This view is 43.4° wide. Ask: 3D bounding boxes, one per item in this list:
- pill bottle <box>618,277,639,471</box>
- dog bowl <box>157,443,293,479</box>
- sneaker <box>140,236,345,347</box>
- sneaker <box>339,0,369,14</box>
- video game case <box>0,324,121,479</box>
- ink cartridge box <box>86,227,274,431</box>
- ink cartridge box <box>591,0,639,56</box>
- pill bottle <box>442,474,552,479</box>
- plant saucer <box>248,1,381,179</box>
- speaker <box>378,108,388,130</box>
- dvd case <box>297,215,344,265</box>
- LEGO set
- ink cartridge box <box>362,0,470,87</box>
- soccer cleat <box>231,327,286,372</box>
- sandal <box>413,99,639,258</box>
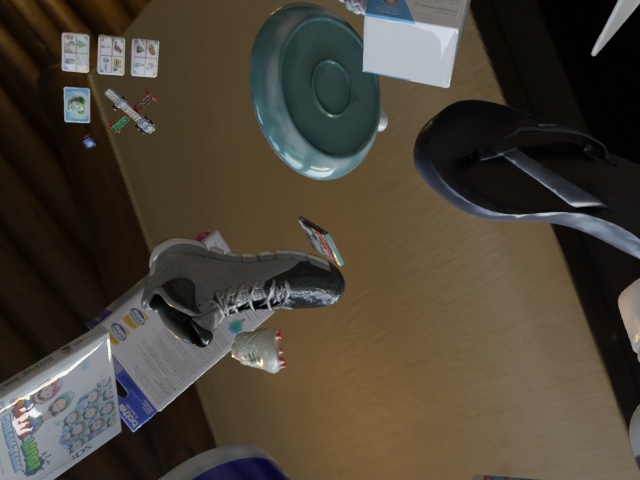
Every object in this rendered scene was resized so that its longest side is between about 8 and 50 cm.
[{"bbox_3d":[0.294,0.162,0.477,0.176,0.176,0.318,7,-120,-38],"label":"pill bottle"},{"bbox_3d":[-0.131,0.387,0.984,0.265,0.264,0.104,-7,-147,-42],"label":"dog bowl"},{"bbox_3d":[-0.090,0.073,0.898,0.229,0.086,0.132,6,-141,3],"label":"sneaker"},{"bbox_3d":[0.047,-0.370,1.148,0.098,0.069,0.038,34,-126,16],"label":"sneaker"},{"bbox_3d":[-0.263,0.175,0.790,0.019,0.157,0.143,31,-135,29],"label":"video game case"},{"bbox_3d":[-0.246,0.144,1.334,0.311,0.065,0.185,-41,-67,-23],"label":"ink cartridge box"},{"bbox_3d":[0.228,-0.329,0.538,0.119,0.353,0.207,29,-131,18],"label":"ink cartridge box"},{"bbox_3d":[0.227,0.333,0.983,0.087,0.160,0.087,1,-90,-76],"label":"pill bottle"},{"bbox_3d":[0.009,-0.267,1.419,0.318,0.044,0.317,5,-98,-45],"label":"plant saucer"},{"bbox_3d":[0.097,-0.306,1.959,0.136,0.055,0.055,9,-115,-31],"label":"speaker"},{"bbox_3d":[0.000,0.000,1.687,0.013,0.119,0.087,-37,-57,-15],"label":"dvd case"},{"bbox_3d":[-0.421,-0.299,1.612,0.183,0.244,0.060,1,-146,-14],"label":"LEGO set"},{"bbox_3d":[0.103,-0.244,0.812,0.092,0.090,0.143,12,-116,9],"label":"ink cartridge box"},{"bbox_3d":[-0.096,0.165,1.209,0.076,0.196,0.068,-7,-93,-8],"label":"soccer cleat"},{"bbox_3d":[0.195,-0.054,0.628,0.255,0.054,0.097,14,-114,-14],"label":"sandal"}]
